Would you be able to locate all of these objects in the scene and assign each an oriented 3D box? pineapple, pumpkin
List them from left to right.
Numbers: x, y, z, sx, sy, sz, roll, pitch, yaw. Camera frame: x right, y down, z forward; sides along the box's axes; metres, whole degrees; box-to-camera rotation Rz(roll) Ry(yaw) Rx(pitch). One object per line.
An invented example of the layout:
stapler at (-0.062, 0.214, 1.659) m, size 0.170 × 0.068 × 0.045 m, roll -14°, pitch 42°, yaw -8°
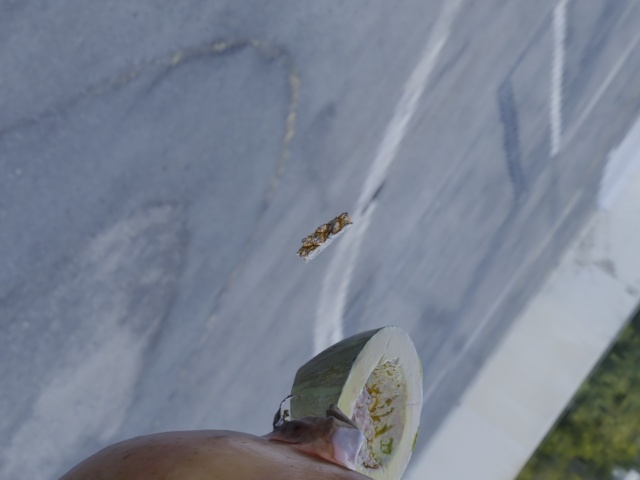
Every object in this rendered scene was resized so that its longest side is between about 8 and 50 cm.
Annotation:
pineapple at (0.000, 0.000, 1.560) m, size 0.083 × 0.019 × 0.045 m, roll -42°, pitch 166°, yaw 34°
pumpkin at (0.033, 0.204, 1.700) m, size 0.217 × 0.110 × 0.217 m, roll 5°, pitch 90°, yaw -66°

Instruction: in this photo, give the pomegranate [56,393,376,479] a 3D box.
pomegranate at (-0.044, 0.252, 0.902) m, size 0.338 × 0.338 × 0.338 m, roll -52°, pitch 170°, yaw -14°
